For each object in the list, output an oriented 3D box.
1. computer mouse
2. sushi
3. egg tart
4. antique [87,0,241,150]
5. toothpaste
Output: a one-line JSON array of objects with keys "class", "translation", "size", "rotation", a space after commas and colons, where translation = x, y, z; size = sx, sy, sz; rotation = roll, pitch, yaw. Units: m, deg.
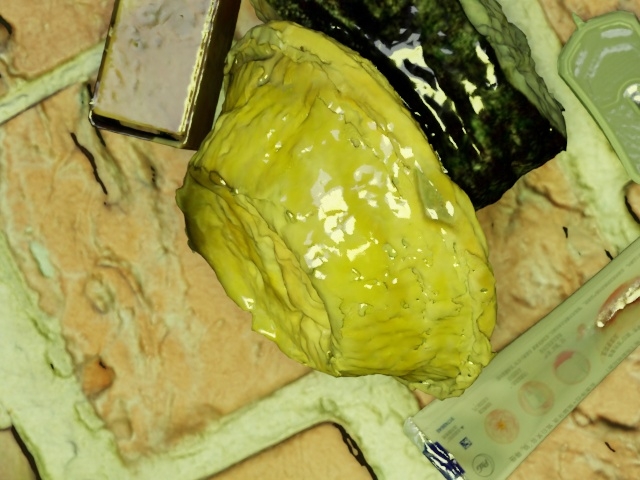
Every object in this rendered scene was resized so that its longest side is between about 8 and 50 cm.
[{"class": "computer mouse", "translation": [0.266, -0.119, 1.387], "size": [0.089, 0.056, 0.182], "rotation": [-37, 75, 8]}, {"class": "sushi", "translation": [0.056, -0.178, 1.358], "size": [0.171, 0.211, 0.350], "rotation": [-35, 78, 14]}, {"class": "egg tart", "translation": [0.000, 0.000, 1.300], "size": [0.132, 0.345, 0.345], "rotation": [-36, 83, -21]}, {"class": "antique", "translation": [-0.118, -0.239, 1.447], "size": [0.093, 0.087, 0.310], "rotation": [14, 93, 9]}, {"class": "toothpaste", "translation": [0.215, 0.092, 1.399], "size": [0.323, 0.066, 0.100], "rotation": [-43, 87, 13]}]
